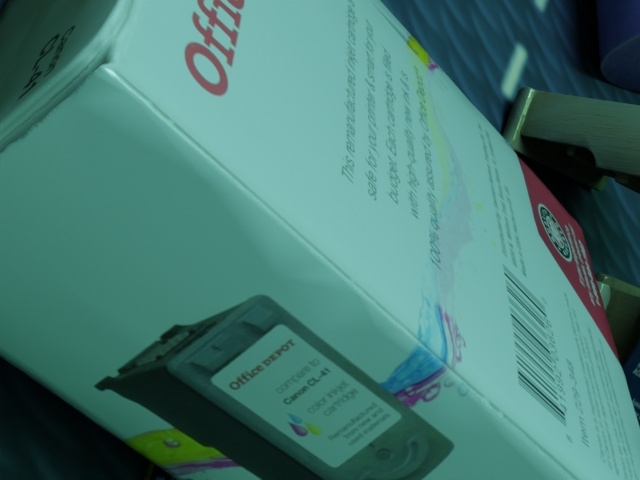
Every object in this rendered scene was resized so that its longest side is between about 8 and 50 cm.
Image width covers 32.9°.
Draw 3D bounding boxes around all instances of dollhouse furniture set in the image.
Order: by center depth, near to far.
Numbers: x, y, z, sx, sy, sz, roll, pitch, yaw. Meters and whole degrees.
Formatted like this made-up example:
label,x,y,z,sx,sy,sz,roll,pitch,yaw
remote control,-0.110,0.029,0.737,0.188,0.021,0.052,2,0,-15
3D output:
label,x,y,z,sx,sy,sz,roll,pitch,yaw
dollhouse furniture set,0.179,0.040,0.698,0.212,0.161,0.242,19,91,-38

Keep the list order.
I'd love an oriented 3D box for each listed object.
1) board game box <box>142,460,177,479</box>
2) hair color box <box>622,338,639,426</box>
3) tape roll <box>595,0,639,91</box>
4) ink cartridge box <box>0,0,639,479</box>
label,x,y,z,sx,sy,sz,roll,pitch,yaw
board game box,-0.018,0.172,0.524,0.170,0.048,0.141,33,62,-33
hair color box,0.207,0.162,0.554,0.174,0.105,0.347,31,93,-29
tape roll,0.294,-0.169,0.776,0.189,0.189,0.080,6,78,-41
ink cartridge box,0.000,0.000,0.467,0.306,0.131,0.226,41,29,-26
